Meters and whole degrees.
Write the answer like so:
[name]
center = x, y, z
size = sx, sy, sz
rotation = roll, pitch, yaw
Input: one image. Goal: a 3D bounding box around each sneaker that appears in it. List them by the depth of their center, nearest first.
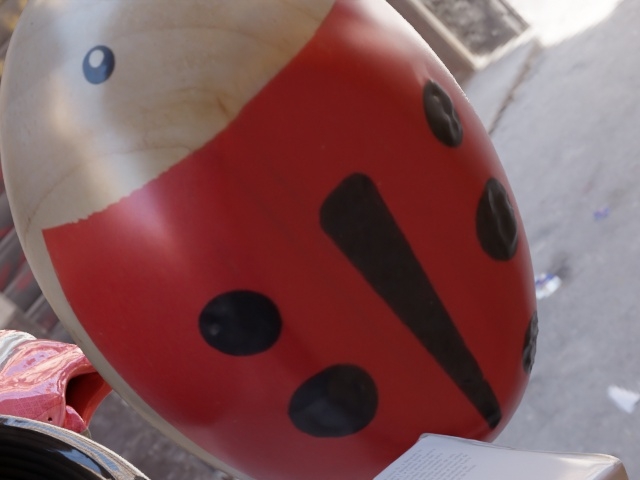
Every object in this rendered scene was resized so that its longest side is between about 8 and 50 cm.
[sneaker]
center = -0.273, 0.179, 1.032
size = 0.136, 0.116, 0.314
rotation = 0, 32, 15

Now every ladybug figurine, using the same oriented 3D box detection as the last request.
[ladybug figurine]
center = 0.000, 0.000, 0.758
size = 0.305, 0.449, 0.162
rotation = -49, 30, -15

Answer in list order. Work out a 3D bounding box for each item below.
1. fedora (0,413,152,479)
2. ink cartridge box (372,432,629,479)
[fedora]
center = -0.202, 0.213, 0.701
size = 0.275, 0.244, 0.124
rotation = 30, 120, 47
[ink cartridge box]
center = 0.036, 0.282, 0.508
size = 0.309, 0.272, 0.130
rotation = -33, 18, -35
